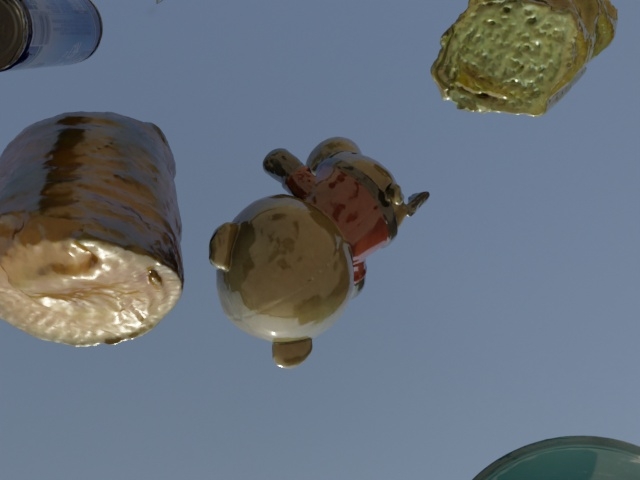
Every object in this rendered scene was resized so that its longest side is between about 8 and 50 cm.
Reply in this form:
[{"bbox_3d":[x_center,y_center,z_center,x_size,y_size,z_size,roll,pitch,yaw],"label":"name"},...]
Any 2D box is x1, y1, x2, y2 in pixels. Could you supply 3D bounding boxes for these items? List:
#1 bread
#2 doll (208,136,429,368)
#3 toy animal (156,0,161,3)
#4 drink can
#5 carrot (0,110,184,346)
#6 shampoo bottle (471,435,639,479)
[{"bbox_3d":[0.313,-0.304,1.489,0.239,0.196,0.252,5,-156,22],"label":"bread"},{"bbox_3d":[0.000,0.000,1.310,0.330,0.174,0.235,-46,-60,-31],"label":"doll"},{"bbox_3d":[-0.097,-0.221,0.503,0.166,0.179,0.138,22,-130,-7],"label":"toy animal"},{"bbox_3d":[-0.326,-0.239,1.112,0.097,0.235,0.097,1,-77,6],"label":"drink can"},{"bbox_3d":[-0.279,-0.002,1.158,0.242,0.241,0.340,12,-148,-15],"label":"carrot"},{"bbox_3d":[0.337,0.471,1.219,0.331,0.342,0.331,-13,-138,12],"label":"shampoo bottle"}]
